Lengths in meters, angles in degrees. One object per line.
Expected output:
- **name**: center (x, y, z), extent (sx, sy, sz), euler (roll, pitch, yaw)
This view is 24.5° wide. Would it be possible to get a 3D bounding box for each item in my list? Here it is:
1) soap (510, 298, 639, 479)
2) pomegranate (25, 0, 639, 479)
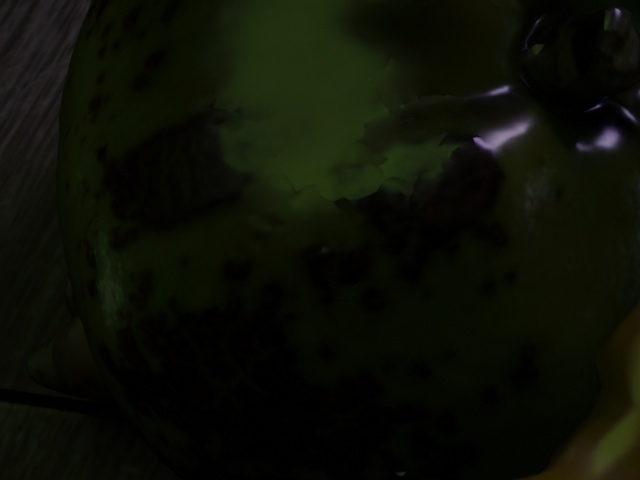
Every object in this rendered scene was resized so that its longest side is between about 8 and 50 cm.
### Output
- **soap**: center (0.231, 0.077, 0.308), extent (0.335, 0.156, 0.293), euler (21, 60, 39)
- **pomegranate**: center (-0.013, -0.006, 0.474), extent (0.276, 0.204, 0.222), euler (-7, 62, 25)
